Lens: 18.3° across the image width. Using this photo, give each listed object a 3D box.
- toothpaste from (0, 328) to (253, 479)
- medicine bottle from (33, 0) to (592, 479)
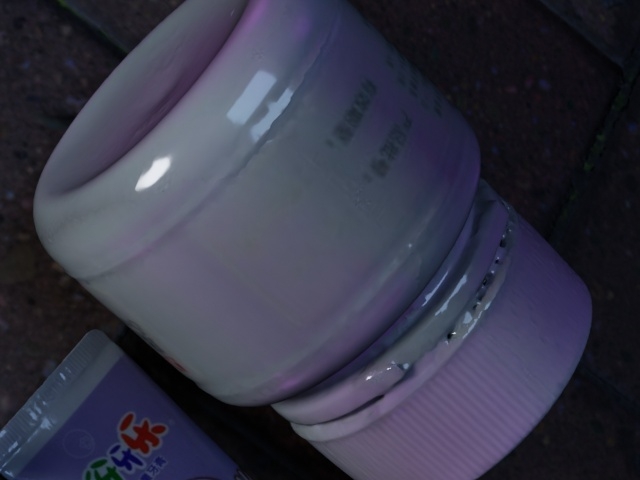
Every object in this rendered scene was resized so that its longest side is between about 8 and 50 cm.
[{"bbox_3d":[-0.051,0.222,1.321,0.371,0.080,0.125,41,58,-1],"label":"toothpaste"},{"bbox_3d":[0.000,0.000,1.320,0.325,0.256,0.256,42,55,-21],"label":"medicine bottle"}]
